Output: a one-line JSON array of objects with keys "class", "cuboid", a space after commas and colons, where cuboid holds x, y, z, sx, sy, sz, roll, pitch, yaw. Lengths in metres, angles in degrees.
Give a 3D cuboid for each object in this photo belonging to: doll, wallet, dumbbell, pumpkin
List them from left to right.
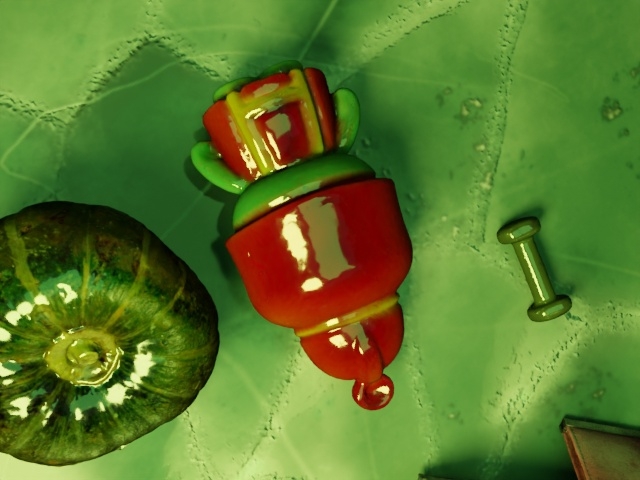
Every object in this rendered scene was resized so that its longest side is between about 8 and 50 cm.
[{"class": "pumpkin", "cuboid": [-0.234, 0.080, 0.913, 0.260, 0.189, 0.260, -6, 112, -15]}, {"class": "doll", "cuboid": [0.000, 0.000, 0.967, 0.183, 0.160, 0.363, -21, 93, -13]}, {"class": "dumbbell", "cuboid": [0.240, 0.032, 1.073, 0.052, 0.046, 0.118, -23, 93, -6]}, {"class": "wallet", "cuboid": [0.389, 0.263, 1.067, 0.232, 0.119, 0.025, 11, 123, -11]}]

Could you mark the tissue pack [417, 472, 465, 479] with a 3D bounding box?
[{"class": "tissue pack", "cuboid": [0.216, 0.468, 1.015, 0.288, 0.124, 0.394, 12, 86, -11]}]
